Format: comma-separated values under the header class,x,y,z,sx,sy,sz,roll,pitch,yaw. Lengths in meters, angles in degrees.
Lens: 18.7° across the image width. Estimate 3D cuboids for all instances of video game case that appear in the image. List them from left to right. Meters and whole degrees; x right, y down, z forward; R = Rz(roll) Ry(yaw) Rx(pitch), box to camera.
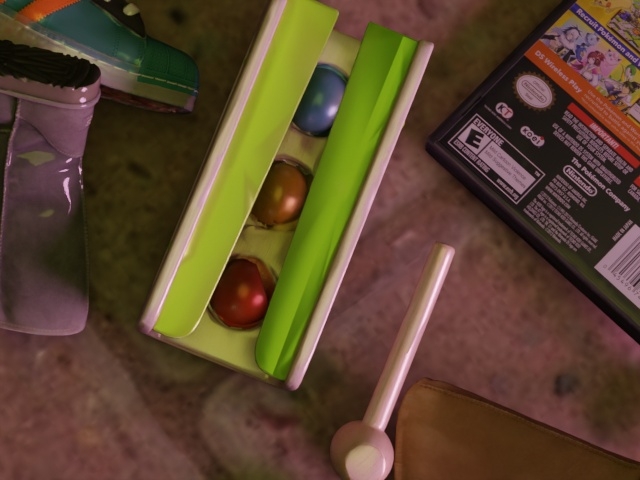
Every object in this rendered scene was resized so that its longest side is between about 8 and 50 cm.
class,x,y,z,sx,sy,sz,roll,pitch,yaw
video game case,0.264,-0.069,1.500,0.275,0.035,0.248,43,80,10

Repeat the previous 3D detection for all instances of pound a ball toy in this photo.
class,x,y,z,sx,sy,sz,roll,pitch,yaw
pound a ball toy,0.000,0.000,1.434,0.208,0.136,0.319,21,84,-4

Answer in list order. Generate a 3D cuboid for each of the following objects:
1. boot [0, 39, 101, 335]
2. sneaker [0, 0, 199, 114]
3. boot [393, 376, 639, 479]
class,x,y,z,sx,sy,sz,roll,pitch,yaw
boot,-0.247,-0.043,1.405,0.189,0.076,0.209,18,124,10
sneaker,-0.216,-0.196,1.441,0.302,0.108,0.121,25,86,-3
boot,0.186,0.235,1.420,0.269,0.089,0.236,13,113,29
